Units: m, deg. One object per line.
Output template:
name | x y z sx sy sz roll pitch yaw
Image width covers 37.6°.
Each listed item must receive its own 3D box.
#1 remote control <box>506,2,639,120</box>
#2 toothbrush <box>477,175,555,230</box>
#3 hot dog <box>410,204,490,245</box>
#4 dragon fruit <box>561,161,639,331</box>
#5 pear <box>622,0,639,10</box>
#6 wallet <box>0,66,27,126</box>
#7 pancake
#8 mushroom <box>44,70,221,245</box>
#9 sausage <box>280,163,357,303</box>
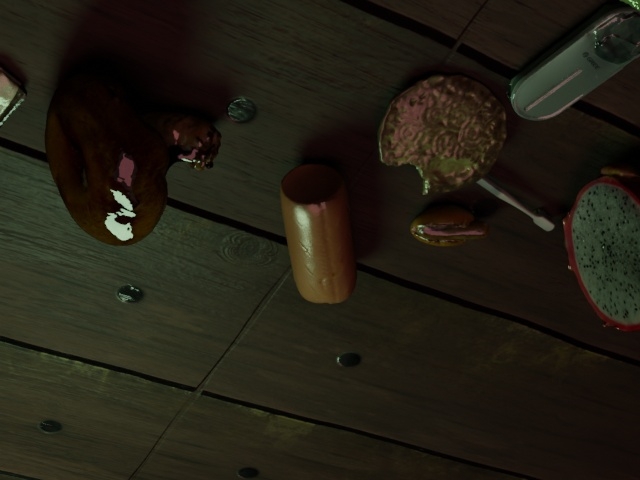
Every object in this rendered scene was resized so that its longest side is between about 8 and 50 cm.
remote control | 0.409 -0.283 1.492 0.247 0.052 0.104 -36 129 27
toothbrush | 0.303 -0.102 1.679 0.342 0.030 0.025 29 126 -29
hot dog | 0.238 -0.022 1.733 0.140 0.060 0.090 2 139 -12
dragon fruit | 0.593 0.003 1.641 0.225 0.305 0.305 -9 137 -18
pear | 0.367 -0.445 1.189 0.139 0.288 0.239 -46 153 -6
wallet | -0.648 -0.190 1.489 0.274 0.068 0.335 28 120 -33
pancake | 0.206 -0.176 1.570 0.212 0.029 0.235 -40 122 13
mushroom | -0.325 -0.128 1.498 0.267 0.267 0.254 -32 163 25
sausage | 0.000 0.001 1.693 0.121 0.121 0.304 -7 137 2
